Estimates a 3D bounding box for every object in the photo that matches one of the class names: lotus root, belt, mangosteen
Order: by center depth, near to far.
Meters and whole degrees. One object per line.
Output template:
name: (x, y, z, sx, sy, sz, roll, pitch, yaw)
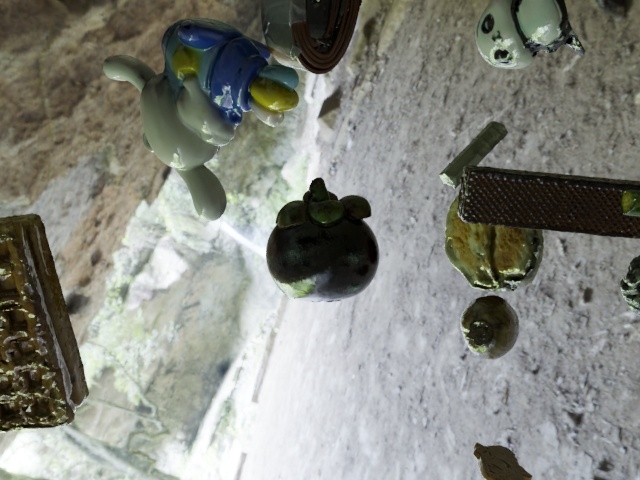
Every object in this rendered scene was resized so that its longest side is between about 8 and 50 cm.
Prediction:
belt: (-0.017, -0.440, 1.008, 0.105, 0.184, 0.262, 28, 111, 41)
lotus root: (0.402, 0.203, 1.327, 0.260, 0.128, 0.145, 6, -105, -64)
mangosteen: (0.001, 0.014, 1.425, 0.300, 0.300, 0.300, -160, 90, -80)

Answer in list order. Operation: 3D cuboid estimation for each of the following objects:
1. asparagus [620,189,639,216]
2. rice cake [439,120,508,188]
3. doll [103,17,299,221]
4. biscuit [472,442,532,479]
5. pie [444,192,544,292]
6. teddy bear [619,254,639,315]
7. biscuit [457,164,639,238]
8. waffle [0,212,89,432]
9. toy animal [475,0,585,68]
asparagus: (0.576, -0.051, 0.899, 0.041, 0.178, 0.045, -50, -33, -86)
rice cake: (0.401, -0.226, 1.469, 0.256, 0.057, 0.052, -44, -36, -23)
doll: (-0.213, -0.275, 1.042, 0.365, 0.376, 0.187, -35, 13, 33)
biscuit: (0.474, 0.599, 1.493, 0.250, 0.162, 0.035, 10, -77, -60)
pie: (0.454, -0.013, 1.481, 0.339, 0.077, 0.339, 33, 128, 55)
teddy bear: (0.718, 0.096, 1.124, 0.144, 0.171, 0.251, -42, 11, -10)
biscuit: (0.467, -0.075, 1.100, 0.073, 0.388, 0.107, -80, -5, -73)
waffle: (-0.468, 0.121, 0.780, 0.091, 0.212, 0.308, -108, 12, -72)
toy animal: (0.390, -0.400, 1.078, 0.179, 0.166, 0.138, -16, 9, 34)
